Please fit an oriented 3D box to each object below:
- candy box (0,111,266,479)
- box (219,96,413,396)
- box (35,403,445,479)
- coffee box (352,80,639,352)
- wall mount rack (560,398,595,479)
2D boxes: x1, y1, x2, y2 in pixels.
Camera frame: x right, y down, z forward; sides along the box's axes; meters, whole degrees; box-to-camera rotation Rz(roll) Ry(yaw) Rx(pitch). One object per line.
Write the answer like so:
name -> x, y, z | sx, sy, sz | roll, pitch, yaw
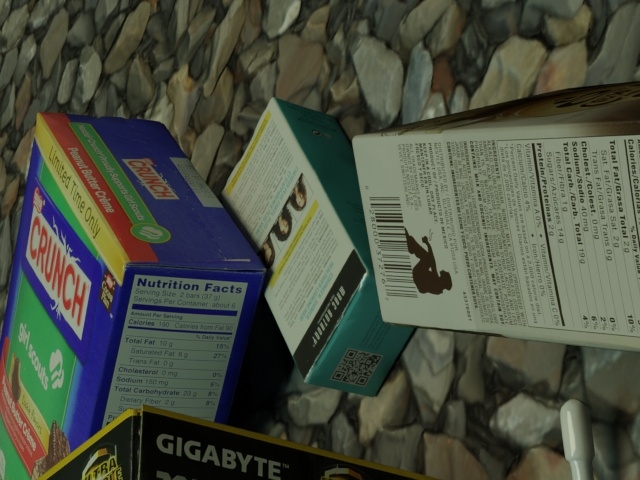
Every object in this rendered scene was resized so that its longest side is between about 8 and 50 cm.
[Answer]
candy box -> -0.169, 0.094, 1.601 | 0.268, 0.122, 0.317 | -127, 47, -55
box -> 0.000, 0.000, 1.473 | 0.100, 0.060, 0.244 | -61, 32, 24
box -> -0.086, 0.223, 1.312 | 0.322, 0.257, 0.079 | -39, 45, 47
coffee box -> 0.169, -0.020, 1.051 | 0.297, 0.168, 0.119 | 2, 104, 60
wall mount rack -> 0.175, 0.203, 1.016 | 0.350, 0.130, 0.304 | -28, 21, 51
